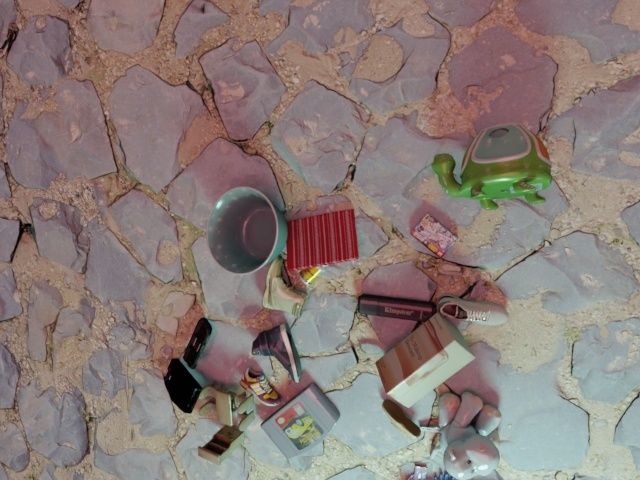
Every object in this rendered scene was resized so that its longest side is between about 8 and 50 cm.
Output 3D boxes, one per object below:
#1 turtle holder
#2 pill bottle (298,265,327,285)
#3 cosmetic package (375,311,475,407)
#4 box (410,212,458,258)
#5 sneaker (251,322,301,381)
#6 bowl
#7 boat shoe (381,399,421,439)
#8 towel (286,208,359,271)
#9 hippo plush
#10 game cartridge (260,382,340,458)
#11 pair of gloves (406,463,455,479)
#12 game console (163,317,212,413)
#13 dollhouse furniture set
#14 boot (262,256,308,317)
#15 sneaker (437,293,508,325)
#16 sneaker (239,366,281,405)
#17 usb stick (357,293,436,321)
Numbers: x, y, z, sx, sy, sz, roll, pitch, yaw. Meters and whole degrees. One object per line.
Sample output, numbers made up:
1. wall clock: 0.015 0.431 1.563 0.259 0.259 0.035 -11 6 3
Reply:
1. turtle holder: 0.541 -0.225 1.368 0.320 0.243 0.227 -12 75 55
2. pill bottle: -0.021 0.106 1.622 0.116 0.065 0.065 -44 84 15
3. cosmetic package: 0.349 0.406 1.495 0.296 0.153 0.129 -44 117 14
4. box: 0.391 -0.016 1.515 0.137 0.027 0.094 41 103 8
5. sneaker: -0.171 0.447 1.684 0.164 0.086 0.226 -19 81 6
6. bowl: -0.243 -0.033 1.596 0.312 0.163 0.311 -1 88 27
7. boat shoe: 0.285 0.661 1.607 0.170 0.063 0.059 43 134 20
8. towel: 0.000 0.000 1.592 0.275 0.031 0.198 -10 70 15
9. hippo plush: 0.467 0.658 1.465 0.294 0.236 0.234 -20 91 16
10. game cartridge: -0.074 0.715 1.717 0.294 0.060 0.196 -43 89 16
11. pair of gloves: 0.406 0.916 1.625 0.198 0.023 0.159 9 99 13
12. game console: -0.519 0.493 1.773 0.213 0.044 0.361 30 99 40
13. dollhouse furniture set: -0.390 0.712 1.720 0.212 0.161 0.242 7 106 28
14. boot: -0.123 0.175 1.653 0.165 0.077 0.213 16 105 13
15. sneaker: 0.511 0.246 1.480 0.235 0.095 0.090 8 97 13
16. sneaker: -0.231 0.576 1.732 0.186 0.069 0.083 28 109 10
17. usb stick: 0.269 0.242 1.570 0.278 0.045 0.077 5 97 14
